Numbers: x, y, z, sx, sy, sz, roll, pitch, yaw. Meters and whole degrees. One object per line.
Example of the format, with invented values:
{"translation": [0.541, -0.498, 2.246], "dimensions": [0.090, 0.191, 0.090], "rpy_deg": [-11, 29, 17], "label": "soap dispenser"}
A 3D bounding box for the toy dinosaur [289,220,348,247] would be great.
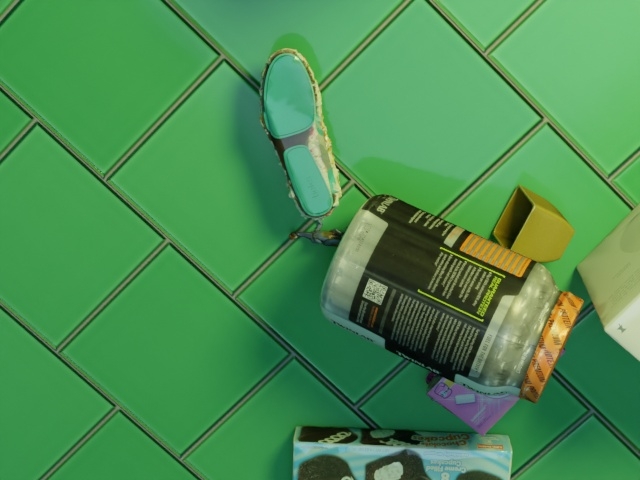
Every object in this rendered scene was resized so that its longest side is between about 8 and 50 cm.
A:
{"translation": [0.000, 0.000, 1.830], "dimensions": [0.082, 0.047, 0.090], "rpy_deg": [-10, 120, 25], "label": "toy dinosaur"}

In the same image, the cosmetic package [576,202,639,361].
{"translation": [0.481, 0.039, 1.724], "dimensions": [0.138, 0.225, 0.224], "rpy_deg": [40, 107, -10], "label": "cosmetic package"}

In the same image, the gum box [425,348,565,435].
{"translation": [0.247, 0.182, 1.868], "dimensions": [0.107, 0.062, 0.188], "rpy_deg": [38, 106, -10], "label": "gum box"}

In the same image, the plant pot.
{"translation": [0.301, -0.016, 1.792], "dimensions": [0.083, 0.081, 0.081], "rpy_deg": [20, 109, -17], "label": "plant pot"}

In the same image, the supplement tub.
{"translation": [0.175, 0.082, 1.728], "dimensions": [0.316, 0.193, 0.194], "rpy_deg": [26, 109, 13], "label": "supplement tub"}

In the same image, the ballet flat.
{"translation": [-0.030, -0.144, 1.760], "dimensions": [0.091, 0.077, 0.241], "rpy_deg": [-10, 106, 4], "label": "ballet flat"}

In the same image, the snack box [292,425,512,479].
{"translation": [0.118, 0.379, 1.942], "dimensions": [0.321, 0.060, 0.187], "rpy_deg": [2, 109, 1], "label": "snack box"}
